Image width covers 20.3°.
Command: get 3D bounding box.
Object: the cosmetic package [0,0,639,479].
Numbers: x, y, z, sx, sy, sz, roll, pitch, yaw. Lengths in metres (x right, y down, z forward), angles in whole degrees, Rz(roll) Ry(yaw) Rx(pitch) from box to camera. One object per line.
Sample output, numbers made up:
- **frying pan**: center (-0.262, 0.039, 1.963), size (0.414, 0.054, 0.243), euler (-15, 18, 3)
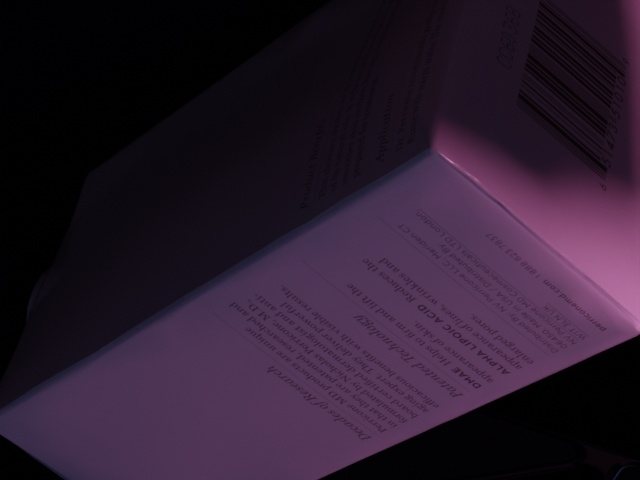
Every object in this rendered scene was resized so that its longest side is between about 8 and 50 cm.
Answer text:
- **cosmetic package**: center (0.000, 0.000, 0.996), size (0.156, 0.217, 0.385), euler (37, 137, -22)
